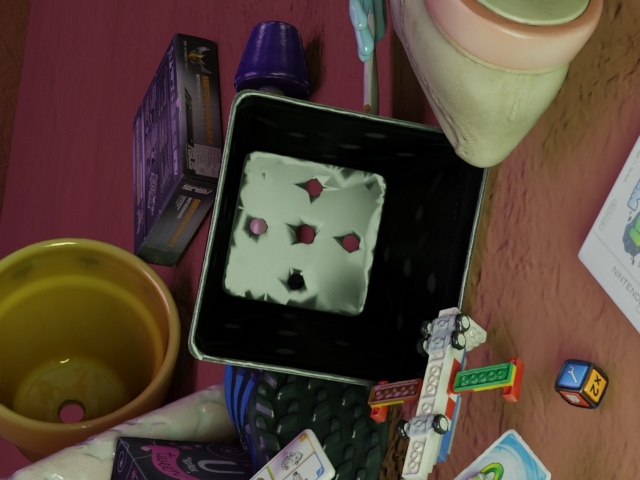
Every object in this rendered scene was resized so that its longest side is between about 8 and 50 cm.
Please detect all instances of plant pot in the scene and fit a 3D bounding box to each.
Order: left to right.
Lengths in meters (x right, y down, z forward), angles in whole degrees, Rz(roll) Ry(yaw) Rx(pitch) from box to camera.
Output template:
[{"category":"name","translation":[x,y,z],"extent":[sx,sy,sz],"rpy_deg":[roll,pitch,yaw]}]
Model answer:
[{"category":"plant pot","translation":[-0.302,0.164,1.496],"extent":[0.239,0.254,0.254],"rpy_deg":[105,163,-55]},{"category":"plant pot","translation":[0.000,0.000,0.931],"extent":[0.167,0.188,0.188],"rpy_deg":[-166,86,-78]}]

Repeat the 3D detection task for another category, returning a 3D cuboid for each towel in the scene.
[{"category":"towel","translation":[-0.233,0.279,1.194],"extent":[0.053,0.331,0.317],"rpy_deg":[49,136,21]}]

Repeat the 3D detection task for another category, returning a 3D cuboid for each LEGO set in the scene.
[{"category":"LEGO set","translation":[0.066,0.145,0.766],"extent":[0.244,0.060,0.182],"rpy_deg":[-44,34,4]}]

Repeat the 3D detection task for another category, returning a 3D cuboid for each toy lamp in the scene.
[{"category":"toy lamp","translation":[-0.050,-0.079,1.195],"extent":[0.080,0.080,0.275],"rpy_deg":[150,125,-61]}]

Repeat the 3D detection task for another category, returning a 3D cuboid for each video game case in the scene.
[{"category":"video game case","translation":[0.205,-0.017,0.652],"extent":[0.143,0.019,0.157],"rpy_deg":[-116,43,-54]}]

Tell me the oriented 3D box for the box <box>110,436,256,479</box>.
[{"category":"box","translation":[-0.075,0.266,0.998],"extent":[0.247,0.163,0.142],"rpy_deg":[-153,73,-66]}]

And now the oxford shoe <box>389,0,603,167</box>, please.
[{"category":"oxford shoe","translation":[0.085,-0.224,0.875],"extent":[0.146,0.140,0.397],"rpy_deg":[105,167,-48]}]

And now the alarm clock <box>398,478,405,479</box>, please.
[{"category":"alarm clock","translation":[0.018,0.247,0.855],"extent":[0.192,0.129,0.064],"rpy_deg":[-55,20,-5]}]

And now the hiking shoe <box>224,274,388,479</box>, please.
[{"category":"hiking shoe","translation":[-0.017,0.145,1.015],"extent":[0.304,0.113,0.132],"rpy_deg":[-103,20,-57]}]

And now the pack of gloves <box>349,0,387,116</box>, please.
[{"category":"pack of gloves","translation":[0.054,-0.216,0.987],"extent":[0.195,0.046,0.232],"rpy_deg":[71,-161,-63]}]

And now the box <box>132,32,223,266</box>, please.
[{"category":"box","translation":[-0.181,-0.111,1.534],"extent":[0.183,0.056,0.231],"rpy_deg":[126,146,-47]}]
